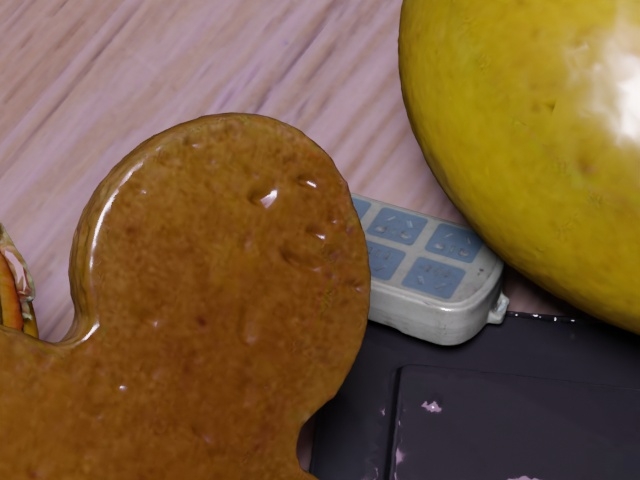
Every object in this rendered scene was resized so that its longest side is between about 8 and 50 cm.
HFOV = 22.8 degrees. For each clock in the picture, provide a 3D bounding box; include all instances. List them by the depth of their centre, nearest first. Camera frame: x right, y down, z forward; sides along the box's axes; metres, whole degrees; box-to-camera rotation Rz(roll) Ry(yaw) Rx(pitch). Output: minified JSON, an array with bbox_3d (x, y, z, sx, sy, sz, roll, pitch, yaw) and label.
[{"bbox_3d":[0.125,0.164,0.825,0.273,0.049,0.279,5,62,3],"label":"clock"}]

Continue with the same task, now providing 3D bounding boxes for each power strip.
[{"bbox_3d":[0.000,0.000,0.905,0.226,0.029,0.080,17,42,16],"label":"power strip"}]

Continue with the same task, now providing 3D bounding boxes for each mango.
[{"bbox_3d":[0.254,-0.057,0.848,0.445,0.220,0.301,29,55,16],"label":"mango"}]

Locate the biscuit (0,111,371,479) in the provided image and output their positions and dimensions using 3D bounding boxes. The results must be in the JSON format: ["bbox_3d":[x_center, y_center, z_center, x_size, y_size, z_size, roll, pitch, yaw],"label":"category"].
[{"bbox_3d":[-0.107,0.140,0.736,0.283,0.064,0.432,28,78,-26],"label":"biscuit"}]

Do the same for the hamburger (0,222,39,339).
[{"bbox_3d":[-0.260,0.067,0.815,0.246,0.170,0.246,-2,72,7],"label":"hamburger"}]
